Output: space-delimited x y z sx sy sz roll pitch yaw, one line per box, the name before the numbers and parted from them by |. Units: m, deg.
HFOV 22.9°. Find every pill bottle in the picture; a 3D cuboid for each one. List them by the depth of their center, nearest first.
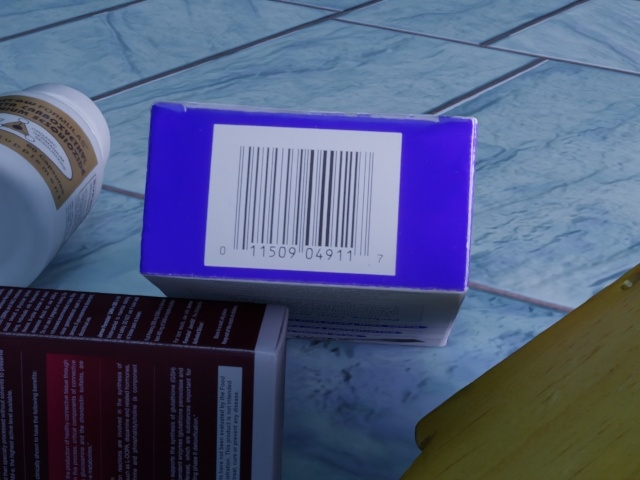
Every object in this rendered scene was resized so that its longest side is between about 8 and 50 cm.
pill bottle | -0.250 -0.051 1.291 0.131 0.131 0.229 5 22 7

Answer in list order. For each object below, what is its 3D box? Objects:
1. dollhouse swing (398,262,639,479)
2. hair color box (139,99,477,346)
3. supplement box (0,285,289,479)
dollhouse swing | 0.249 0.202 0.802 0.315 0.305 0.347 -37 17 14
hair color box | 0.000 0.000 1.022 0.185 0.110 0.339 3 -10 2
supplement box | -0.142 0.100 0.924 0.239 0.130 0.073 4 22 2
